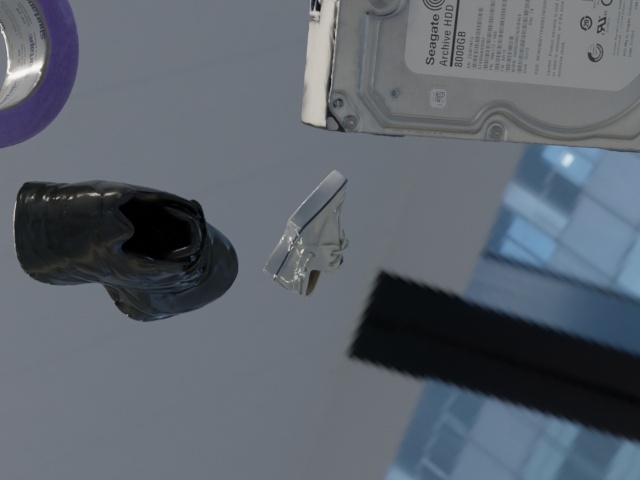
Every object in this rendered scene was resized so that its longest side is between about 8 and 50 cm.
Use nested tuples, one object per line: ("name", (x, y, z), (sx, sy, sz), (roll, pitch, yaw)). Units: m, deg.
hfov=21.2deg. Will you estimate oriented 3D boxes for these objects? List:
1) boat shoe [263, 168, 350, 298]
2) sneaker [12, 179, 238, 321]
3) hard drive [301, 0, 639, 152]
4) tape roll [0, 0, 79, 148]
("boat shoe", (0.000, 0.000, 0.897), (0.035, 0.035, 0.100), (-46, -7, -37))
("sneaker", (-0.143, 0.009, 1.516), (0.286, 0.130, 0.109), (14, -109, -60))
("hard drive", (0.157, -0.199, 1.432), (0.338, 0.064, 0.237), (3, -82, -23))
("tape roll", (-0.311, -0.168, 1.483), (0.189, 0.080, 0.189), (4, -97, -37))
